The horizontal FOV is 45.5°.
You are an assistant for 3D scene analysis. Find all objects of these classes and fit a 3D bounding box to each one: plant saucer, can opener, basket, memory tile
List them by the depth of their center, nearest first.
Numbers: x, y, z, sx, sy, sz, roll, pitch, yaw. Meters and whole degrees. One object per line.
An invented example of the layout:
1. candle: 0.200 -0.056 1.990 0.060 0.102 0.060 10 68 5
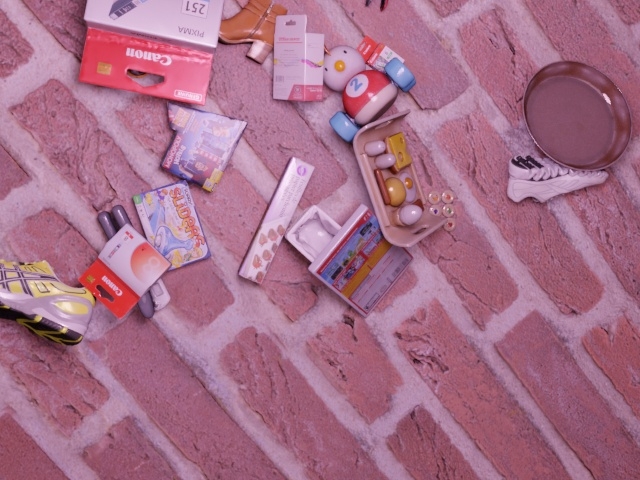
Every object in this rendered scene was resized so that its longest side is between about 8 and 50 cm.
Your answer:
1. can opener: -0.449 0.049 1.843 0.074 0.093 0.280 -25 95 -6
2. basket: 0.000 0.000 1.911 0.167 0.103 0.113 42 87 -13
3. plant saucer: 0.662 -0.320 1.990 0.311 0.050 0.310 3 73 -11
4. memory tile: 0.284 -0.075 2.003 0.148 0.012 0.113 -5 96 -10

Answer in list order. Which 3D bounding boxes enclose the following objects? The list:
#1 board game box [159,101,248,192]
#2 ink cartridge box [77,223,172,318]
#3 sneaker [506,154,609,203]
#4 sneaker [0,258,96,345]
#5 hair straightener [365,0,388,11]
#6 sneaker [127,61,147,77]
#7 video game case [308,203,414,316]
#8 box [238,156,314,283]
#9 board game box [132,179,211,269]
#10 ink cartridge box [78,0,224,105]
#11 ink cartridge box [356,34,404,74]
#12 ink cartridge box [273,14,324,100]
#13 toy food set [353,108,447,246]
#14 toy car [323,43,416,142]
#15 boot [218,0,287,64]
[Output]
1. board game box: -0.304 -0.245 1.851 0.194 0.060 0.194 27 91 -11
2. ink cartridge box: -0.460 0.071 1.783 0.145 0.045 0.179 43 82 2
3. sneaker: 0.622 -0.161 2.023 0.292 0.110 0.118 -2 120 -15
4. sneaker: -0.713 0.107 1.792 0.385 0.145 0.147 29 59 -10
5. hair straightener: 0.143 -0.693 1.894 0.089 0.047 0.230 11 93 -12
6. sneaker: -0.411 -0.491 1.794 0.084 0.083 0.214 9 93 -10
7. video game case: 0.108 0.057 1.894 0.204 0.025 0.285 -50 139 -2
8. box: -0.112 -0.051 1.905 0.063 0.067 0.324 25 92 -12
9. board game box: -0.363 -0.035 1.873 0.136 0.035 0.201 -19 99 -8
10. ink cartridge box: -0.382 -0.465 1.727 0.296 0.066 0.261 9 86 -10
11. ink cartridge box: 0.148 -0.463 1.928 0.115 0.029 0.063 35 89 -12
12. ink cartridge box: -0.052 -0.438 1.832 0.067 0.115 0.198 -11 108 -44
13. toy food set: 0.208 -0.156 1.864 0.220 0.092 0.306 -30 104 -50
14. toy car: 0.071 -0.395 1.843 0.219 0.210 0.238 -44 88 11
15. boot: -0.186 -0.536 1.839 0.197 0.073 0.152 26 92 -24
